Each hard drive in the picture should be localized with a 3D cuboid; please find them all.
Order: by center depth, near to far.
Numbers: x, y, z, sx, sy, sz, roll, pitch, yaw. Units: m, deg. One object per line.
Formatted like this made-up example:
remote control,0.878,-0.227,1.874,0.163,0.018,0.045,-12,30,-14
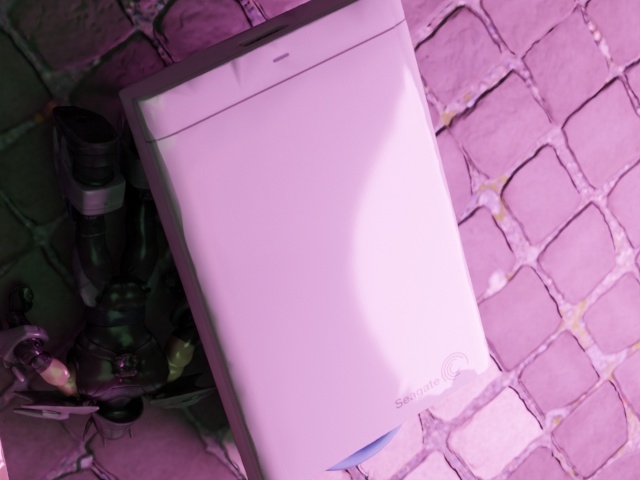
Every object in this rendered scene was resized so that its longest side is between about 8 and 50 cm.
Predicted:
hard drive,0.000,0.000,1.337,0.233,0.047,0.353,-28,119,-24

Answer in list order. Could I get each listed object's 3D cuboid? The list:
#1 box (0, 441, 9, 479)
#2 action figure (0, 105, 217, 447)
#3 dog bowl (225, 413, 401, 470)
box,-0.369,0.214,1.190,0.311,0.121,0.148,-32,122,-45
action figure,-0.159,0.034,1.334,0.185,0.099,0.285,-9,114,-33
dog bowl,-0.001,0.060,1.437,0.166,0.074,0.297,-14,112,-24
